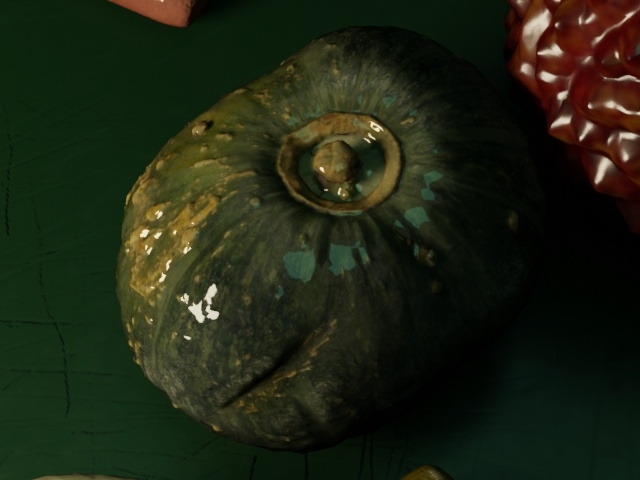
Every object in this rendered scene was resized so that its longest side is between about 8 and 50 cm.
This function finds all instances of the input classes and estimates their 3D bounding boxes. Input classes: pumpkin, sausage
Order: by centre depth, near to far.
[{"bbox_3d":[0.000,0.000,1.401,0.327,0.257,0.291,-25,58,-8],"label":"pumpkin"},{"bbox_3d":[-0.169,-0.232,1.593,0.154,0.062,0.062,23,72,10],"label":"sausage"}]

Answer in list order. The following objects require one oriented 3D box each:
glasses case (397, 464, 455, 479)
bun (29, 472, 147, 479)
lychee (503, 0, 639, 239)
[{"bbox_3d":[0.016,0.259,1.410,0.234,0.064,0.079,-35,66,-10],"label":"glasses case"},{"bbox_3d":[-0.161,0.350,1.300,0.361,0.213,0.361,-1,66,1],"label":"bun"},{"bbox_3d":[0.376,-0.181,1.383,0.500,0.424,0.424,-17,70,-16],"label":"lychee"}]
